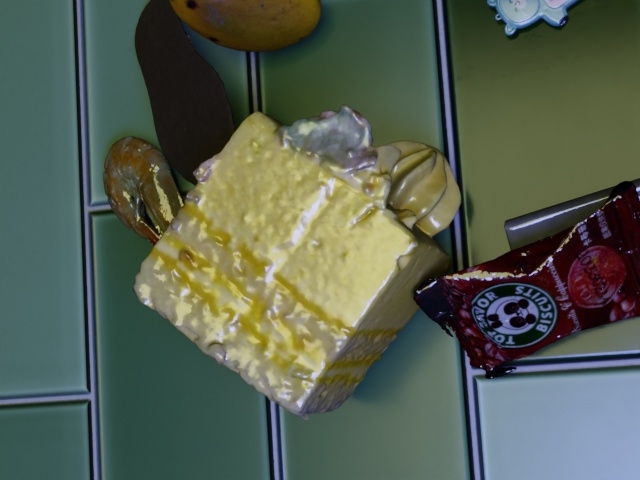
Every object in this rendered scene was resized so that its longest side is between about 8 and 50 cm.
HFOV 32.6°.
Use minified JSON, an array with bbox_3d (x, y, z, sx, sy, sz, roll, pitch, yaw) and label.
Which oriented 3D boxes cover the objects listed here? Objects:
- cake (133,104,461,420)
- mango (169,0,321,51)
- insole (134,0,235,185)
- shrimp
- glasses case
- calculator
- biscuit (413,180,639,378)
[{"bbox_3d":[0.000,0.000,1.106,0.222,0.227,0.286,35,96,16],"label":"cake"},{"bbox_3d":[-0.089,-0.265,1.207,0.115,0.178,0.090,-42,41,32],"label":"mango"},{"bbox_3d":[-0.158,-0.171,1.202,0.111,0.007,0.328,-50,42,23],"label":"insole"},{"bbox_3d":[-0.192,-0.036,1.267,0.101,0.042,0.190,-41,74,30],"label":"shrimp"},{"bbox_3d":[0.286,-0.014,1.115,0.191,0.042,0.072,-18,95,14],"label":"glasses case"},{"bbox_3d":[0.246,-0.278,1.169,0.141,0.019,0.094,-34,78,10],"label":"calculator"},{"bbox_3d":[0.223,0.050,1.082,0.235,0.063,0.151,-24,121,12],"label":"biscuit"}]
